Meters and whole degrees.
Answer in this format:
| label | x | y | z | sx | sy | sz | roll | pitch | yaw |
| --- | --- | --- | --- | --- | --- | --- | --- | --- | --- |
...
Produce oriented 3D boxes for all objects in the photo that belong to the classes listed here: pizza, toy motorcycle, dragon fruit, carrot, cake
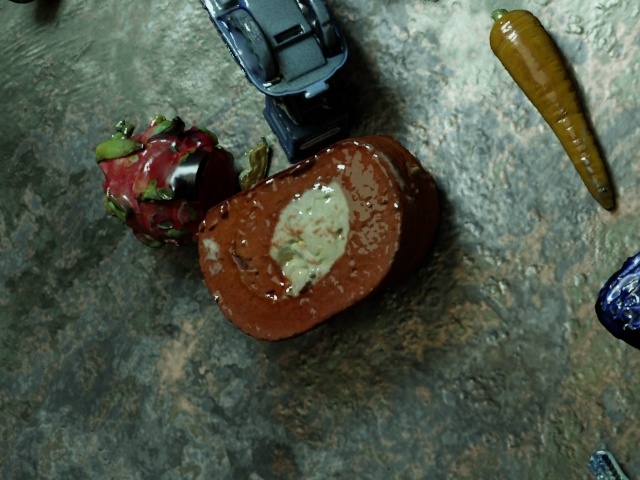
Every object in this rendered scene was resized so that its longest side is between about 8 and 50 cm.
| label | x | y | z | sx | sy | sz | roll | pitch | yaw |
| --- | --- | --- | --- | --- | --- | --- | --- | --- | --- |
| pizza | -0.082 | -0.088 | 1.400 | 0.016 | 0.037 | 0.083 | 18 | 92 | 40 |
| toy motorcycle | -0.084 | -0.278 | 1.323 | 0.125 | 0.212 | 0.358 | -26 | 76 | -10 |
| dragon fruit | -0.193 | -0.079 | 1.392 | 0.172 | 0.160 | 0.166 | 11 | 115 | 25 |
| carrot | 0.254 | -0.147 | 1.234 | 0.061 | 0.061 | 0.257 | -33 | 76 | 20 |
| cake | 0.000 | 0.000 | 1.299 | 0.283 | 0.151 | 0.177 | -26 | 88 | 22 |

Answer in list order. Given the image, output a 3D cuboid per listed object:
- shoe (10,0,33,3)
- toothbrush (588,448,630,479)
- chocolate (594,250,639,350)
| label | x | y | z | sx | sy | sz | roll | pitch | yaw |
| --- | --- | --- | --- | --- | --- | --- | --- | --- | --- |
| shoe | -0.325 | -0.446 | 1.494 | 0.149 | 0.109 | 0.293 | 15 | 89 | 31 |
| toothbrush | 0.385 | 0.400 | 1.154 | 0.042 | 0.040 | 0.418 | -33 | 78 | 19 |
| chocolate | 0.417 | -0.029 | 1.123 | 0.148 | 0.126 | 0.343 | 33 | 101 | -16 |
